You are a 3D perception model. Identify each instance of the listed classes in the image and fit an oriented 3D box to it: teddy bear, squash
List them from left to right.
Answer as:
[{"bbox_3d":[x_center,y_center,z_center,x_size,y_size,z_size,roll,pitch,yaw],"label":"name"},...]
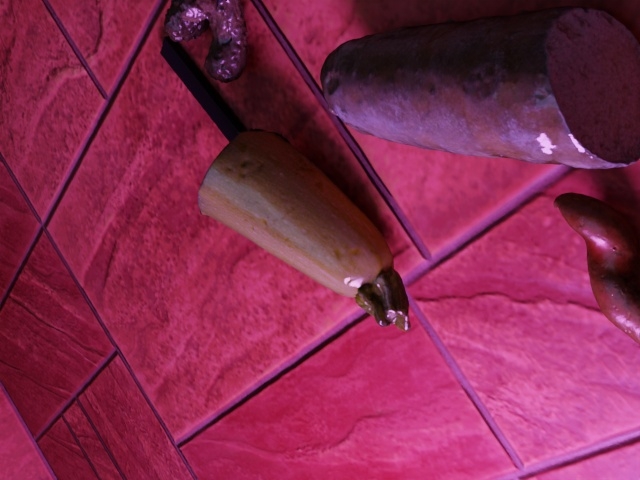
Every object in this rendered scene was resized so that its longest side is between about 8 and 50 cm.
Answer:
[{"bbox_3d":[-0.147,-0.308,0.960,0.182,0.129,0.251,42,175,26],"label":"teddy bear"},{"bbox_3d":[0.009,-0.012,0.993,0.287,0.137,0.137,33,134,12],"label":"squash"}]

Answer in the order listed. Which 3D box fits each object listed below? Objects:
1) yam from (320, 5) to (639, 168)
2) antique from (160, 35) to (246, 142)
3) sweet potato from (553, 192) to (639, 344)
[{"bbox_3d":[0.128,-0.141,0.769,0.330,0.133,0.133,14,120,47],"label":"yam"},{"bbox_3d":[-0.151,-0.191,1.119,0.192,0.015,0.031,52,140,14],"label":"antique"},{"bbox_3d":[0.274,0.041,0.758,0.202,0.058,0.055,58,161,5],"label":"sweet potato"}]
